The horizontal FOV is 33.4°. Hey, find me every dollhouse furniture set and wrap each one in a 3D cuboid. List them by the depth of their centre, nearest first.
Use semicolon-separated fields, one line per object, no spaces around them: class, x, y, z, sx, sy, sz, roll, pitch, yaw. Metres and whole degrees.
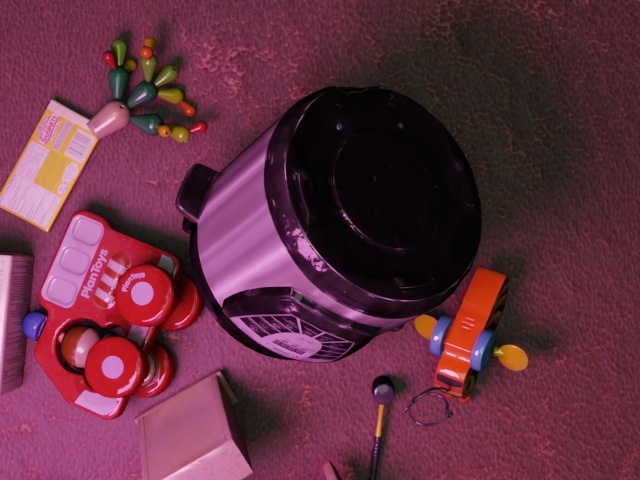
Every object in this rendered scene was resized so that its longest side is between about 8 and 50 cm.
dollhouse furniture set;-0.136;0.459;1.776;0.362;0.256;0.394;-29;111;-1

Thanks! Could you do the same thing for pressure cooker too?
pressure cooker;0.003;-0.004;1.664;0.375;0.420;0.370;-19;82;-35

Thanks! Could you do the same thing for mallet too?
mallet;0.100;0.329;1.824;0.039;0.062;0.190;6;89;0

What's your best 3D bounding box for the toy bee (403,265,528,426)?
toy bee;0.231;0.196;1.805;0.298;0.162;0.195;-40;59;-14

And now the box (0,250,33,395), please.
box;-0.564;0.132;1.768;0.126;0.148;0.232;5;88;-1

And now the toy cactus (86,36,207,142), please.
toy cactus;-0.312;-0.235;1.802;0.180;0.112;0.219;-37;95;-3

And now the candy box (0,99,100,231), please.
candy box;-0.465;-0.128;1.835;0.105;0.027;0.206;29;88;1

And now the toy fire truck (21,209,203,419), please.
toy fire truck;-0.359;0.127;1.775;0.253;0.169;0.302;23;88;14
